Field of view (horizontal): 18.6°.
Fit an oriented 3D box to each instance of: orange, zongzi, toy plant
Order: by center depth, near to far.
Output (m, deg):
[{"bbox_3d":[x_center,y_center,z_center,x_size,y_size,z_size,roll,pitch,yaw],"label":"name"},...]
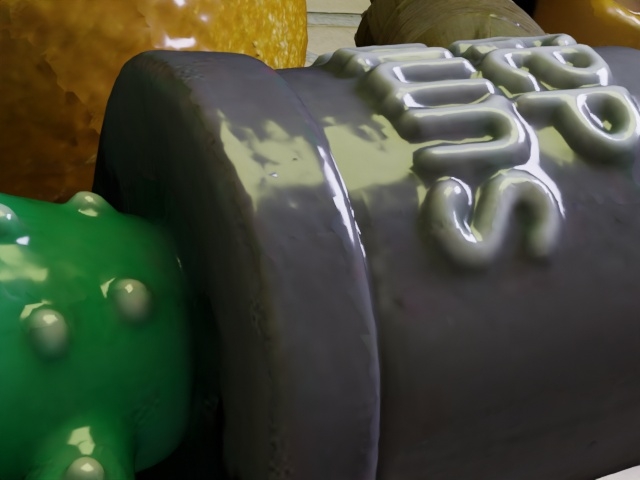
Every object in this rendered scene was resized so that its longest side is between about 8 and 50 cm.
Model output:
[{"bbox_3d":[-0.068,0.022,0.633,0.400,0.279,0.185,-9,-14,-21],"label":"toy plant"},{"bbox_3d":[-0.142,-0.093,0.840,0.274,0.274,0.274,16,14,-4],"label":"orange"},{"bbox_3d":[0.105,-0.035,0.903,0.178,0.081,0.189,36,19,-25],"label":"zongzi"}]

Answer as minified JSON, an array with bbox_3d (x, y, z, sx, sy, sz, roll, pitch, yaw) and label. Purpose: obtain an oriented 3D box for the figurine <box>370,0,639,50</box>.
[{"bbox_3d":[0.175,-0.151,1.192,0.387,0.401,0.268,1,29,-42],"label":"figurine"}]
